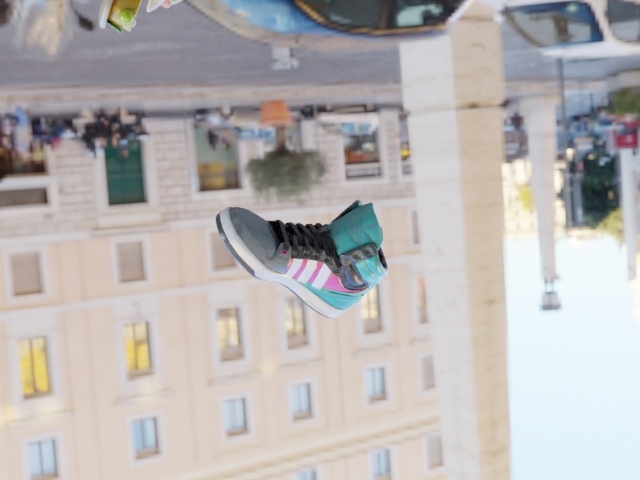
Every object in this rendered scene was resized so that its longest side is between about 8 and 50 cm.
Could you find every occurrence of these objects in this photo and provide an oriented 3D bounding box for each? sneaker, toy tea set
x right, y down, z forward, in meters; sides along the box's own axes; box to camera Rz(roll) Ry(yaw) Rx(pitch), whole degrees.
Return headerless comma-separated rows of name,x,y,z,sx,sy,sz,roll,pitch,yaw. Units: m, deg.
sneaker,0.000,0.000,1.587,0.178,0.124,0.295,-36,137,21
toy tea set,-0.212,-0.376,1.482,0.124,0.200,0.336,20,-145,-12
